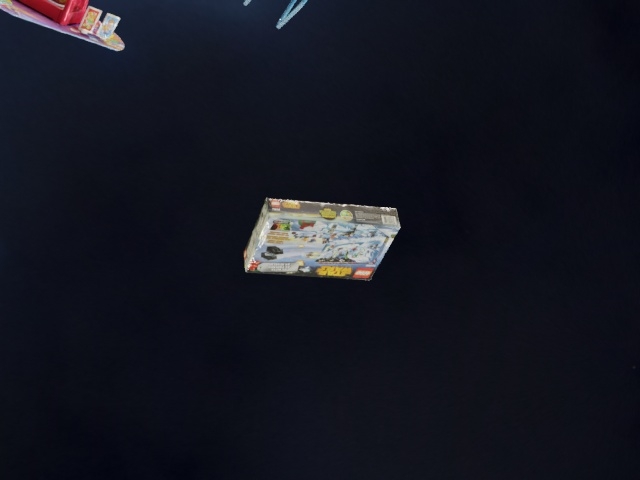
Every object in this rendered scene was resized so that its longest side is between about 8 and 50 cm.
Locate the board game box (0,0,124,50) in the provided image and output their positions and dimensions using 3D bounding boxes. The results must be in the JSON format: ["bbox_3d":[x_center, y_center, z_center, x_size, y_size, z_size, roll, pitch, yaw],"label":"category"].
[{"bbox_3d":[-0.261,-0.236,1.045,0.133,0.168,0.033,44,-69,44],"label":"board game box"}]

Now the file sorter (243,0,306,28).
[{"bbox_3d":[-0.068,-0.290,1.005,0.170,0.118,0.104,33,-100,-12],"label":"file sorter"}]

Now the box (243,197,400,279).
[{"bbox_3d":[0.000,0.000,1.093,0.137,0.094,0.027,5,-128,-19],"label":"box"}]
